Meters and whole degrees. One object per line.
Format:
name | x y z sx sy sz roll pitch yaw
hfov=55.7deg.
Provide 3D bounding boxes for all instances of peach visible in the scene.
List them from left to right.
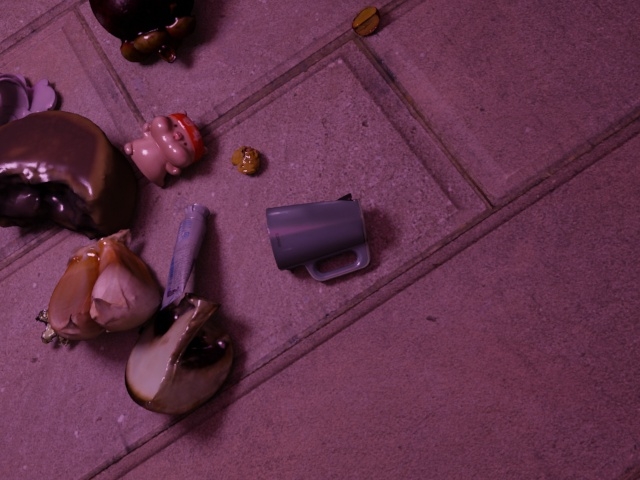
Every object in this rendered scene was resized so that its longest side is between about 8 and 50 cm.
peach | 0.133 -0.623 1.734 0.077 0.050 0.083 12 66 38

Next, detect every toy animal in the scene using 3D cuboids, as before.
toy animal | -0.422 -0.258 1.685 0.197 0.171 0.171 -34 71 4

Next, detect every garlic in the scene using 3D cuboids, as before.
garlic | -0.556 0.136 1.551 0.285 0.250 0.313 -8 43 -17

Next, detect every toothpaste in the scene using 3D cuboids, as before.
toothpaste | -0.352 0.038 1.576 0.114 0.073 0.300 -30 40 42

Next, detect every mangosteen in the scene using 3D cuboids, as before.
mangosteen | -0.504 -0.678 1.758 0.306 0.307 0.347 -17 102 6

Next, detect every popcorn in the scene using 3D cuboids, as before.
popcorn | -0.199 -0.229 1.686 0.084 0.084 0.084 -3 74 10

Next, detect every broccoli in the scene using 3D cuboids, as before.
broccoli | -0.718 0.234 1.633 0.095 0.097 0.092 12 51 42

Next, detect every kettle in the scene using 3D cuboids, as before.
kettle | 0.000 0.000 1.541 0.242 0.160 0.211 -11 91 1

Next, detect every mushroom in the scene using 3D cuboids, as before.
mushroom | -0.352 0.281 1.534 0.217 0.211 0.292 1 72 52

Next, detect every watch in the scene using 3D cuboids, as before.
watch | -0.935 -0.414 1.791 0.210 0.217 0.249 12 77 14

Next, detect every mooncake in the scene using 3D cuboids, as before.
mooncake | -0.720 -0.144 1.655 0.393 0.246 0.394 -41 71 -12
